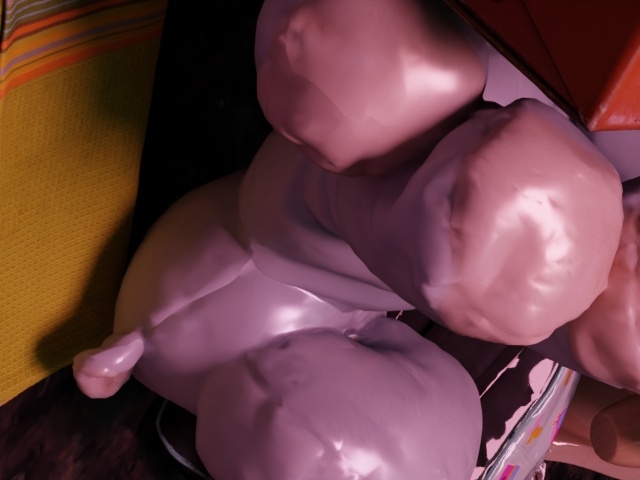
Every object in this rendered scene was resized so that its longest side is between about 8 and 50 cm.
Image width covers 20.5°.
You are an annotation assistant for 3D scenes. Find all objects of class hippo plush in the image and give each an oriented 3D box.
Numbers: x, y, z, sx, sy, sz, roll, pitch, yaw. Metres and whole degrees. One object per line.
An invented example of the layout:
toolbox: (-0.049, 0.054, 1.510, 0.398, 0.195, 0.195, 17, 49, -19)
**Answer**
hippo plush: (0.000, 0.000, 0.690, 0.236, 0.294, 0.234, -47, 161, 22)

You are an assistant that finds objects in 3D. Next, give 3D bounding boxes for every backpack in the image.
backpack: (0.040, 0.071, 0.878, 0.188, 0.166, 0.144, -57, 157, 1)

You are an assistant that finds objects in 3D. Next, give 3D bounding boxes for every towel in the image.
towel: (-0.096, -0.040, 0.681, 0.102, 0.021, 0.237, -28, 140, -48)

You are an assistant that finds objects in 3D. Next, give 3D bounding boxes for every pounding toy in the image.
pounding toy: (0.175, 0.036, 0.991, 0.154, 0.269, 0.155, 5, 118, -22)

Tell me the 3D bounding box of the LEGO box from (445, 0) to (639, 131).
LEGO box: (0.280, -0.238, 0.646, 0.500, 0.193, 0.372, -4, 132, -43)
